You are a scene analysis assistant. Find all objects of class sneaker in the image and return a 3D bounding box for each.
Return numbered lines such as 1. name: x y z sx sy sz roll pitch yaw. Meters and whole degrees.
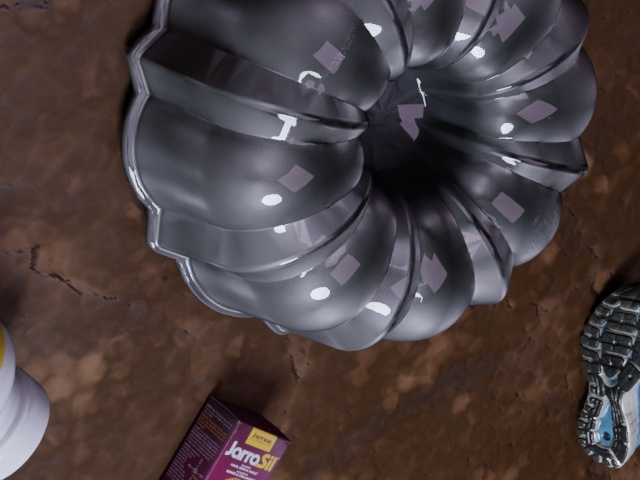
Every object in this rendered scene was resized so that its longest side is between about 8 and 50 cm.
1. sneaker: 0.253 0.103 1.379 0.073 0.063 0.162 -25 131 -46

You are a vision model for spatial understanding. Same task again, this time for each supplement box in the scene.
1. supplement box: -0.068 0.159 1.169 0.055 0.043 0.083 27 94 -40

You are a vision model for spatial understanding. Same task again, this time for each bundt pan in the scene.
1. bundt pan: 0.046 -0.077 1.067 0.330 0.124 0.331 -12 114 -30

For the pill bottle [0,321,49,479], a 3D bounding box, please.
1. pill bottle: -0.240 0.065 0.957 0.103 0.103 0.184 -48 131 -7
